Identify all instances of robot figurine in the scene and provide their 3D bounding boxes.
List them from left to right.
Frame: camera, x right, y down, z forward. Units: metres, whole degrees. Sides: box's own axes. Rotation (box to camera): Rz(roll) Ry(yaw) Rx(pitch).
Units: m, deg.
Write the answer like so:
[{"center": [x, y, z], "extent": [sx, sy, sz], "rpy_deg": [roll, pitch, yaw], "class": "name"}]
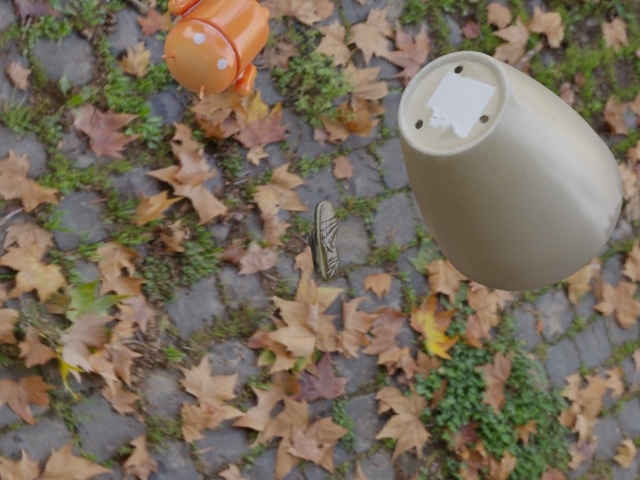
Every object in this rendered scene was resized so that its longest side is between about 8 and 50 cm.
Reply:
[{"center": [-0.164, -0.319, 1.219], "extent": [0.128, 0.158, 0.219], "rpy_deg": [18, 51, 17], "class": "robot figurine"}]

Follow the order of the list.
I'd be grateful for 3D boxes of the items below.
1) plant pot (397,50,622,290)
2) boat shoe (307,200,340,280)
[{"center": [0.207, -0.102, 0.917], "extent": [0.274, 0.256, 0.257], "rpy_deg": [36, 69, -53], "class": "plant pot"}, {"center": [0.000, 0.000, 1.376], "extent": [0.056, 0.049, 0.152], "rpy_deg": [-27, 121, -47], "class": "boat shoe"}]
